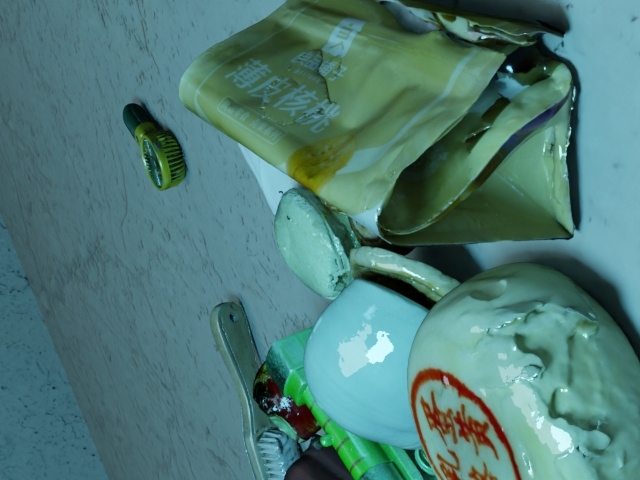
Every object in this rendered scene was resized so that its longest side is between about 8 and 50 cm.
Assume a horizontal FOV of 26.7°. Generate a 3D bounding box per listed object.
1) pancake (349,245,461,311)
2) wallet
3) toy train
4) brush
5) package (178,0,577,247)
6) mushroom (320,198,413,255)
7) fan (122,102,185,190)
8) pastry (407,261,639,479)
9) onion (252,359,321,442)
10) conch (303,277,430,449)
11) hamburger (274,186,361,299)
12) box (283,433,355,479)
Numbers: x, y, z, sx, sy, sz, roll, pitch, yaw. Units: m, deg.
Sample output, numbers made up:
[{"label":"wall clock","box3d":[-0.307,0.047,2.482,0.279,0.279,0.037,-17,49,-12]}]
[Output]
[{"label":"pancake","box3d":[0.090,0.050,1.274,0.151,0.025,0.151,25,164,8]},{"label":"wallet","box3d":[-0.049,-0.107,1.519,0.124,0.032,0.183,64,158,15]},{"label":"toy train","box3d":[0.045,0.191,1.466,0.251,0.119,0.085,56,153,30]},{"label":"brush","box3d":[-0.074,0.239,1.853,0.065,0.070,0.327,-11,99,48]},{"label":"package","box3d":[0.055,-0.129,1.104,0.311,0.221,0.165,36,121,51]},{"label":"mushroom","box3d":[0.055,-0.039,1.276,0.127,0.087,0.127,54,157,36]},{"label":"fan","box3d":[-0.236,-0.138,1.895,0.155,0.039,0.082,54,154,33]},{"label":"pastry","box3d":[0.175,0.145,1.123,0.265,0.133,0.265,41,143,41]},{"label":"onion","box3d":[-0.024,0.180,1.624,0.117,0.118,0.118,31,137,51]},{"label":"conch","box3d":[0.072,0.128,1.316,0.221,0.185,0.121,71,-157,-57]},{"label":"hamburger","box3d":[0.000,0.000,1.467,0.133,0.062,0.140,59,154,17]},{"label":"box","box3d":[0.093,0.388,1.543,0.404,0.108,0.263,30,136,56]}]
